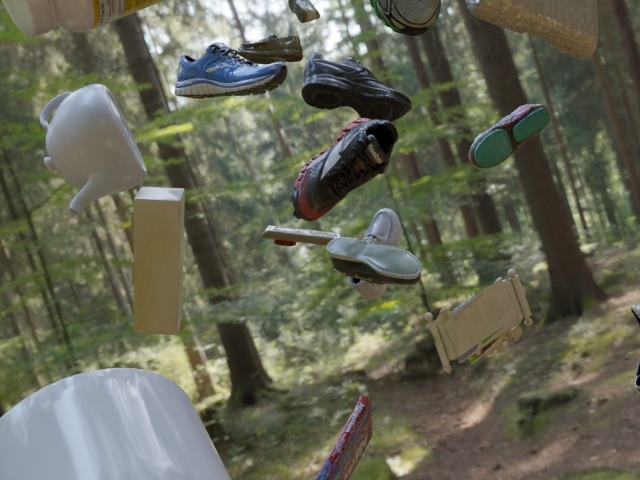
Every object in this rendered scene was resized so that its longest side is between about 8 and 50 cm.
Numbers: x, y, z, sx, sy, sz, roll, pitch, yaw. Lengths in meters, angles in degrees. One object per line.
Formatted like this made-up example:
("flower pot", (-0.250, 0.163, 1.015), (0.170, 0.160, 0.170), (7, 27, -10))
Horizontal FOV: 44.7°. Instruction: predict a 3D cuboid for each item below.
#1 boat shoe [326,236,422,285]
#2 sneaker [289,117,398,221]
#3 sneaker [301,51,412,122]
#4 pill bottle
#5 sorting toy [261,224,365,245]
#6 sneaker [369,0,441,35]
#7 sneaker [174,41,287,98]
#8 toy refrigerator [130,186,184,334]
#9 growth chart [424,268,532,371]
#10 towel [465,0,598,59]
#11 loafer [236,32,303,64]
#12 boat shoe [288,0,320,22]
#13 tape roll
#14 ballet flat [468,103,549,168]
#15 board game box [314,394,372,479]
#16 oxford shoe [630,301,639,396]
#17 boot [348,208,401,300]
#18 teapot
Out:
("boat shoe", (0.116, 0.053, 1.628), (0.228, 0.068, 0.081), (18, 46, 35))
("sneaker", (0.053, -0.143, 1.497), (0.276, 0.097, 0.135), (-48, 23, -25))
("sneaker", (0.089, -0.355, 1.777), (0.286, 0.130, 0.109), (13, -30, -31))
("pill bottle", (-0.408, -0.496, 1.422), (0.334, 0.187, 0.188), (-32, 10, -27))
("sorting toy", (0.000, 0.000, 2.128), (0.307, 0.041, 0.229), (7, 4, 0))
("sneaker", (0.151, -0.518, 1.311), (0.134, 0.343, 0.146), (-3, 2, -8))
("sneaker", (-0.247, -0.461, 2.081), (0.330, 0.147, 0.130), (1, 7, 20))
("toy refrigerator", (-0.316, 0.039, 1.507), (0.094, 0.269, 0.102), (3, 17, -5))
("growth chart", (0.317, 0.163, 1.527), (0.237, 0.171, 0.021), (-27, 30, -19))
("towel", (0.235, -0.358, 0.891), (0.187, 0.282, 0.049), (10, -17, -30))
("loafer", (-0.097, -0.380, 1.539), (0.148, 0.050, 0.056), (7, -7, 24))
("boat shoe", (-0.045, -0.598, 1.959), (0.048, 0.056, 0.153), (-11, 44, -17))
("tape roll", (-0.213, 0.274, 0.787), (0.246, 0.246, 0.169), (-20, 41, -19))
("ballet flat", (0.370, -0.213, 1.586), (0.222, 0.076, 0.079), (-35, 26, -20))
("board game box", (0.044, 0.485, 1.677), (0.027, 0.145, 0.281), (17, 47, 21))
("oxford shoe", (0.625, 0.274, 1.363), (0.147, 0.396, 0.140), (-11, 7, 4))
("boot", (0.139, 0.019, 2.022), (0.095, 0.258, 0.123), (0, -22, 28))
("teapot", (-0.503, -0.204, 1.673), (0.187, 0.252, 0.256), (-24, 13, -4))
